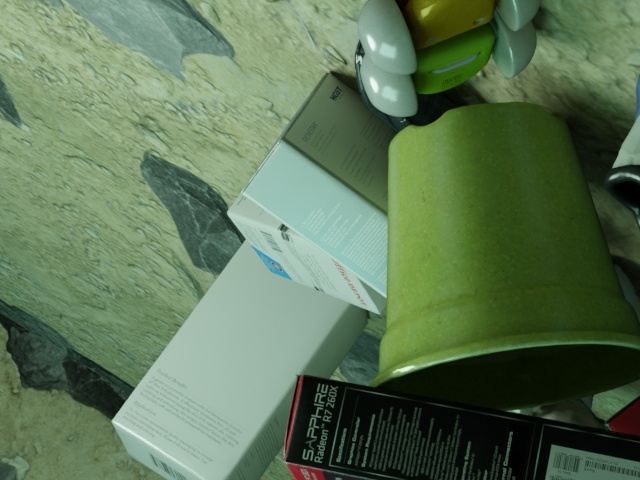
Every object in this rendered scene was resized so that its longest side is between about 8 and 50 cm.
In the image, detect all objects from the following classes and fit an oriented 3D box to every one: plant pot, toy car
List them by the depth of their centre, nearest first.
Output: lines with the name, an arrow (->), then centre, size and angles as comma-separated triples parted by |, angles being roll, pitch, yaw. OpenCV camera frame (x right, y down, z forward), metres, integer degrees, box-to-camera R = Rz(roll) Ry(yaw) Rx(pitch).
toy car -> 0.101, -0.205, 1.463 | 0.182, 0.159, 0.136 | 81, 166, -66
plant pot -> 0.168, 0.014, 1.601 | 0.276, 0.254, 0.276 | -6, 162, -2

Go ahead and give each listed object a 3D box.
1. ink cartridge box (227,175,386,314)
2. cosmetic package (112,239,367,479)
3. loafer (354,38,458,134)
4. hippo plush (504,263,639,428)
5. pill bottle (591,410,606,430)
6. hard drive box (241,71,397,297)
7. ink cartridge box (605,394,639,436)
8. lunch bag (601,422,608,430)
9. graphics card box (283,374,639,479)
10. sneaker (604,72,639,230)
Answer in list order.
ink cartridge box -> 0.000, 0.000, 2.191 | 0.203, 0.086, 0.148 | 19, 156, 36
cosmetic package -> -0.109, 0.187, 2.399 | 0.197, 0.365, 0.155 | 31, 160, 18
loafer -> 0.104, -0.137, 1.708 | 0.078, 0.076, 0.223 | 4, 147, 34
hippo plush -> 0.284, 0.158, 1.843 | 0.234, 0.236, 0.294 | 42, 161, 34
pill bottle -> 0.262, 0.240, 2.082 | 0.162, 0.162, 0.278 | 49, -175, -37
hard drive box -> 0.055, -0.053, 1.803 | 0.232, 0.181, 0.089 | 37, 123, -4
ink cartridge box -> 0.468, 0.289, 1.866 | 0.272, 0.130, 0.309 | 51, -179, -38
lunch bag -> 0.345, 0.362, 2.372 | 0.235, 0.169, 0.287 | 21, 153, 36
graphics card box -> 0.160, 0.224, 1.562 | 0.371, 0.094, 0.233 | 9, 162, 8
sneaker -> 0.370, -0.007, 1.393 | 0.315, 0.182, 0.127 | 30, 162, 15
